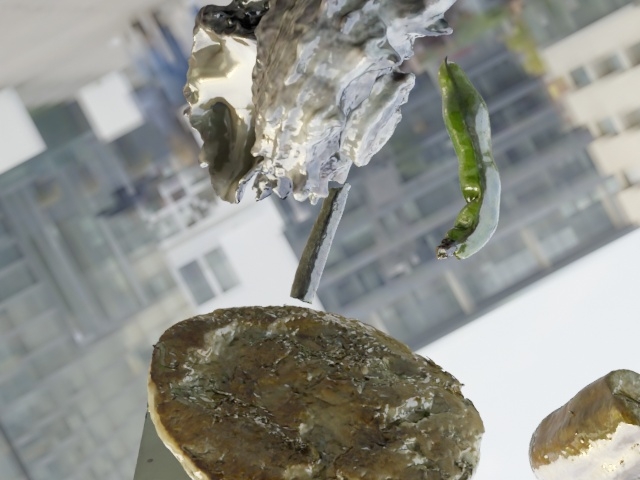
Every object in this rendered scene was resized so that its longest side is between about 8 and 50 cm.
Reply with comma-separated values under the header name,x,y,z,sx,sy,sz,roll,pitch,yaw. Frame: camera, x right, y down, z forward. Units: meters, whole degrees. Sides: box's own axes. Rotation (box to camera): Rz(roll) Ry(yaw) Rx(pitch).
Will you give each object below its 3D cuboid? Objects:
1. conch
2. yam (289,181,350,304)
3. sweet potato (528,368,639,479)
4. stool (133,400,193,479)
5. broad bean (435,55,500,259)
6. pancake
name,x,y,z,sx,sy,sz,roll,pitch,yaw
conch,-0.004,-0.125,1.571,0.313,0.186,0.240,-23,-138,47
yam,0.000,0.000,1.889,0.033,0.027,0.129,-15,124,-88
sweet potato,0.367,0.271,2.436,0.158,0.158,0.370,-30,172,-30
stool,-0.100,0.316,2.117,0.170,0.243,0.269,-9,-156,4
broad bean,0.135,-0.071,1.686,0.061,0.195,0.046,14,159,-28
pancake,-0.002,0.175,1.868,0.356,0.065,0.356,5,-146,-3
